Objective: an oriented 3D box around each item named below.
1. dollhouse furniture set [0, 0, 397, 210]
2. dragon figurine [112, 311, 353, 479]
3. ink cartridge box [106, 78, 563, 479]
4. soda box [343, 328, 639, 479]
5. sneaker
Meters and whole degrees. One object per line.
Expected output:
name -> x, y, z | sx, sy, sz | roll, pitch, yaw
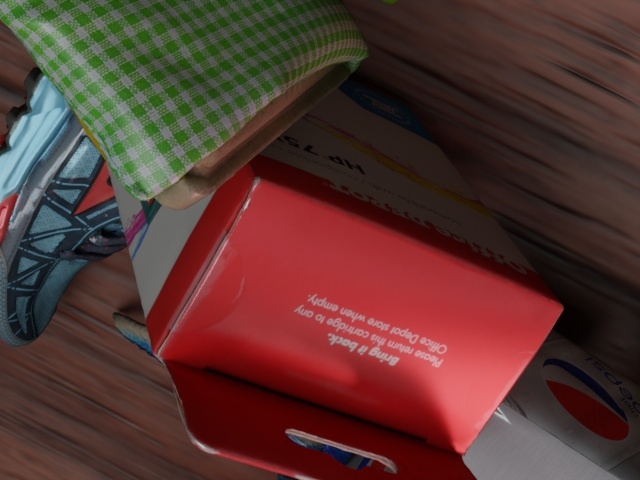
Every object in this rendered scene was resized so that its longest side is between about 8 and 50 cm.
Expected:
dollhouse furniture set -> -0.016, -0.170, 0.434 | 0.197, 0.301, 0.151 | 46, 119, -3
dragon figurine -> 0.007, 0.127, 0.673 | 0.289, 0.085, 0.144 | 11, 114, 10
ink cartridge box -> 0.000, 0.000, 0.489 | 0.134, 0.231, 0.078 | 21, 111, -26
soda box -> 0.034, 0.166, 0.584 | 0.098, 0.091, 0.286 | 34, 116, -7
sneaker -> -0.096, -0.033, 0.626 | 0.125, 0.104, 0.262 | 31, 117, -1
